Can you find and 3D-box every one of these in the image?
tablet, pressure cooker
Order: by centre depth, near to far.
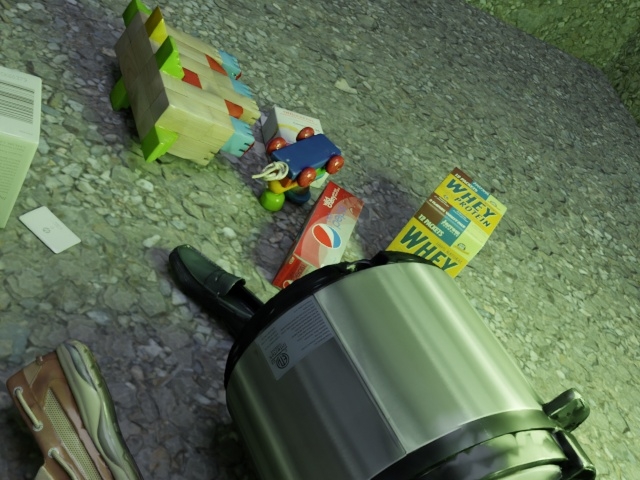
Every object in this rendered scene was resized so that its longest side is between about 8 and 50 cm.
[{"bbox_3d":[0.101,0.272,1.010,0.376,0.369,0.420,-6,45,-30],"label":"pressure cooker"},{"bbox_3d":[-0.413,-0.017,1.235,0.083,0.006,0.054,41,36,8],"label":"tablet"}]

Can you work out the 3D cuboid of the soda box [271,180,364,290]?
[{"bbox_3d":[0.000,0.000,1.488,0.083,0.092,0.263,31,35,-5],"label":"soda box"}]

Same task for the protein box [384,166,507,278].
[{"bbox_3d":[0.235,-0.004,1.595,0.136,0.201,0.200,40,35,5],"label":"protein box"}]

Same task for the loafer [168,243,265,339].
[{"bbox_3d":[-0.149,0.080,1.282,0.223,0.078,0.076,44,35,11],"label":"loafer"}]

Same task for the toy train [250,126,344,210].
[{"bbox_3d":[-0.077,-0.111,1.520,0.105,0.143,0.248,45,42,14],"label":"toy train"}]

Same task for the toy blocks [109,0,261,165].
[{"bbox_3d":[-0.238,-0.276,1.562,0.261,0.191,0.381,19,37,-41],"label":"toy blocks"}]

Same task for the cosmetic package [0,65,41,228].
[{"bbox_3d":[-0.499,-0.142,1.150,0.152,0.183,0.151,14,41,-30],"label":"cosmetic package"}]

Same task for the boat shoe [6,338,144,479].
[{"bbox_3d":[-0.273,0.278,0.938,0.117,0.123,0.324,-22,69,-13],"label":"boat shoe"}]

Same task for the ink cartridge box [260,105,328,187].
[{"bbox_3d":[-0.054,-0.211,1.708,0.115,0.067,0.198,13,41,-29],"label":"ink cartridge box"}]
